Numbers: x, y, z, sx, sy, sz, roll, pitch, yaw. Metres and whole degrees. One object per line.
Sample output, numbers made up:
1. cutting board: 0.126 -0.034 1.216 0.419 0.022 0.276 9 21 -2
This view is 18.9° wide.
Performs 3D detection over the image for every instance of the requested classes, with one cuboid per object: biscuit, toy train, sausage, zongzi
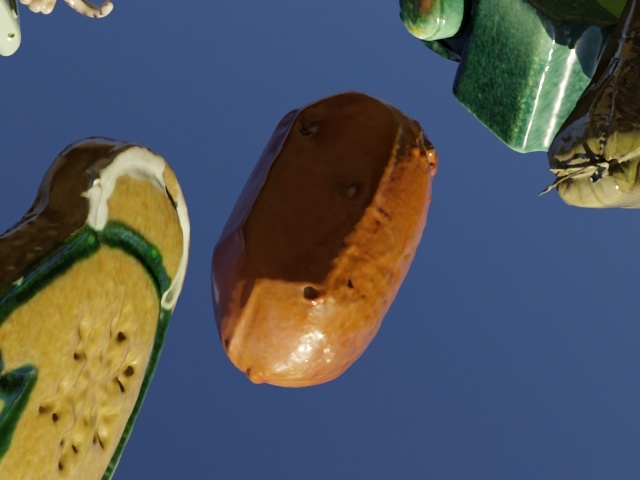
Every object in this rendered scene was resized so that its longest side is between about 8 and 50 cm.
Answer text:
1. biscuit: -0.188 0.083 1.354 0.343 0.057 0.287 -68 -22 -14
2. toy train: 0.213 -0.197 1.520 0.299 0.167 0.238 -20 -131 -31
3. sausage: 0.000 -0.001 1.587 0.153 0.141 0.268 18 -122 12
4. zongzi: 0.196 -0.110 1.310 0.189 0.081 0.178 -2 -98 -54

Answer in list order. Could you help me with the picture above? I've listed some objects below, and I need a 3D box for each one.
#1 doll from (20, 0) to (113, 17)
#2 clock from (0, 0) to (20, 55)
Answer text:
1. doll: -0.260 -0.327 2.031 0.154 0.278 0.119 22 -121 -15
2. clock: -0.357 -0.194 1.603 0.151 0.191 0.062 64 -171 -50
